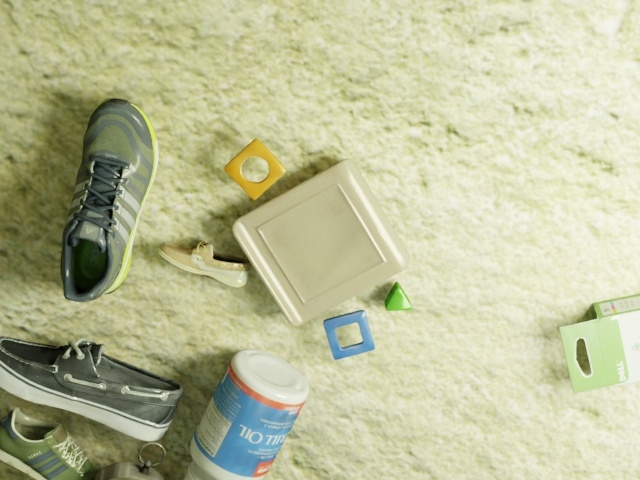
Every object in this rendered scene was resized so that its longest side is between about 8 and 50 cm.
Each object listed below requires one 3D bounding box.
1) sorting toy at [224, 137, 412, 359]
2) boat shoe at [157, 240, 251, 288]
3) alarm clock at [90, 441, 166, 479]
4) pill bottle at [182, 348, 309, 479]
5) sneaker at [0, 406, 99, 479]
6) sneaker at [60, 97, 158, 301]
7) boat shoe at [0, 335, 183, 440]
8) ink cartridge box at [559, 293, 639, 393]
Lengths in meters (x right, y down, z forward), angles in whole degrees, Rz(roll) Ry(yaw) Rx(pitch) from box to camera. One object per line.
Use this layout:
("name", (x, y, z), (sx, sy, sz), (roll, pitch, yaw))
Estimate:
("sorting toy", (0.000, 0.000, 1.697), (0.196, 0.047, 0.348), (-29, 106, 7))
("boat shoe", (-0.163, 0.024, 1.713), (0.135, 0.050, 0.045), (20, 106, -15))
("alarm clock", (-0.277, 0.378, 1.781), (0.129, 0.064, 0.192), (21, 105, -13))
("pill bottle", (-0.115, 0.279, 1.757), (0.124, 0.124, 0.221), (24, 109, -6))
("sneaker", (-0.398, 0.315, 1.813), (0.192, 0.064, 0.086), (26, 112, -4))
("sneaker", (-0.293, -0.046, 1.653), (0.111, 0.121, 0.300), (10, 109, -1))
("boat shoe", (-0.346, 0.189, 1.746), (0.301, 0.108, 0.102), (24, 109, -8))
("ink cartridge box", (0.448, 0.138, 1.713), (0.209, 0.062, 0.109), (-13, 108, 7))
